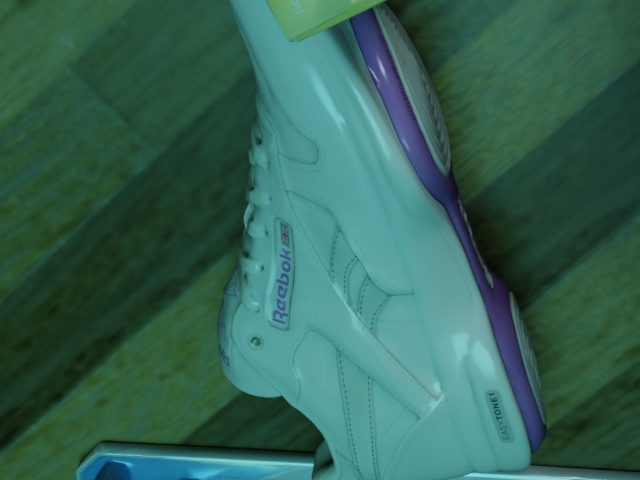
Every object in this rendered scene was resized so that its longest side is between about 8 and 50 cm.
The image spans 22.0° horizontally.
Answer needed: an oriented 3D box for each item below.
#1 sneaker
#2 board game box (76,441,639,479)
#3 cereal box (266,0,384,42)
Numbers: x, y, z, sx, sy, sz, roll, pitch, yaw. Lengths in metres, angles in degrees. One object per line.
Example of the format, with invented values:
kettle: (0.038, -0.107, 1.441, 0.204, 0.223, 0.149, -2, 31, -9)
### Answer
sneaker: (0.000, 0.000, 0.782, 0.152, 0.114, 0.305, -17, 112, 13)
board game box: (0.057, 0.305, 0.956, 0.390, 0.050, 0.390, 2, 115, 6)
cereal box: (-0.019, -0.192, 0.625, 0.047, 0.240, 0.173, -23, 110, 16)
